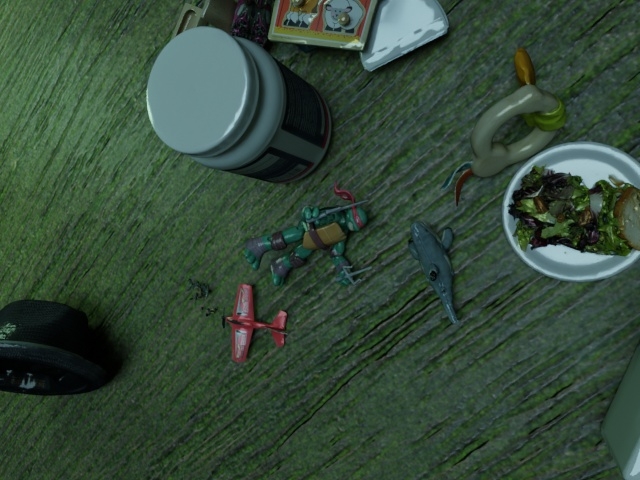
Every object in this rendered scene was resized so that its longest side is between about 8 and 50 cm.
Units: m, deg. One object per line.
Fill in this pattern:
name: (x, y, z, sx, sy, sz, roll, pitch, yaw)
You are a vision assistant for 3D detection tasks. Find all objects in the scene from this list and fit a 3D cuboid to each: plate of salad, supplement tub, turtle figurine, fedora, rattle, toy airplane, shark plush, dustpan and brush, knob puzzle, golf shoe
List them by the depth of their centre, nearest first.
plate of salad: (0.360, -0.040, 0.659, 0.199, 0.048, 0.200, 0, 91, 23)
rattle: (0.244, -0.167, 0.700, 0.200, 0.130, 0.143, -49, 59, 43)
shark plush: (0.172, 0.050, 0.728, 0.073, 0.067, 0.162, -8, 87, 23)
supplement tub: (-0.112, -0.197, 0.739, 0.190, 0.272, 0.192, 0, 89, 23)
knob puzzle: (0.010, -0.411, 0.748, 0.212, 0.030, 0.214, 0, 89, 19)
dustpan and brush: (0.110, -0.398, 0.770, 0.147, 0.060, 0.211, -21, 89, 20)
turtle figurine: (0.000, 0.000, 0.781, 0.234, 0.118, 0.175, -22, 122, 23)
golf shoe: (-0.116, -0.409, 0.828, 0.067, 0.186, 0.086, 14, 54, -11)
toy airplane: (-0.121, 0.155, 0.875, 0.151, 0.028, 0.152, 1, 92, 23)
fedora: (-0.601, 0.217, 0.987, 0.333, 0.334, 0.153, -14, 54, 23)

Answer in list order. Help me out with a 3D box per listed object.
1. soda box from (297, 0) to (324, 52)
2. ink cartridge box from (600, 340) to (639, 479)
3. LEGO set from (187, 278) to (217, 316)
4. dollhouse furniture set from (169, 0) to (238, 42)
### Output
soda box: (-0.040, -0.448, 0.820, 0.071, 0.067, 0.210, -19, 82, 22)
ink cartridge box: (0.576, 0.204, 0.501, 0.394, 0.166, 0.286, 22, 97, 22)
LEGO set: (-0.234, 0.109, 0.931, 0.054, 0.023, 0.083, -16, 97, 25)
dollhouse furniture set: (-0.240, -0.397, 0.875, 0.151, 0.123, 0.144, 31, 101, 20)
